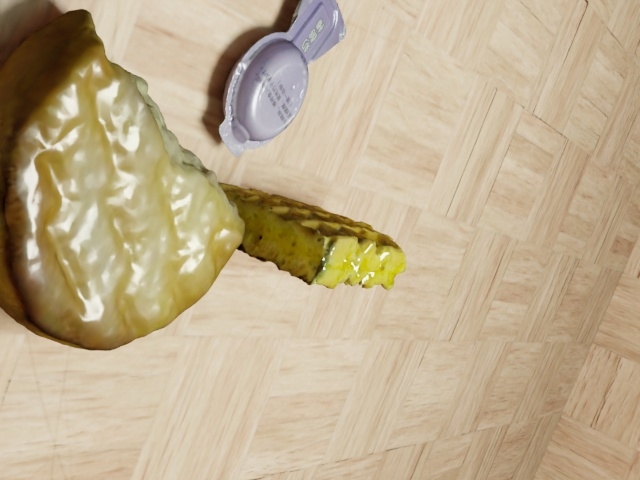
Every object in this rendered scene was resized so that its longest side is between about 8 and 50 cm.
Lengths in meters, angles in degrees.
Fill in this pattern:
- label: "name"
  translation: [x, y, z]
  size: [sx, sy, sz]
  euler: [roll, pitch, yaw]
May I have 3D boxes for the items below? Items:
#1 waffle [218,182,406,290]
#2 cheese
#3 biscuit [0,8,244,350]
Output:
- label: "waffle"
  translation: [0.000, 0.000, 0.869]
  size: [0.210, 0.160, 0.055]
  euler: [10, 103, -56]
- label: "cheese"
  translation: [-0.036, -0.163, 0.818]
  size: [0.191, 0.042, 0.105]
  euler: [-54, 148, -17]
- label: "biscuit"
  translation: [-0.174, -0.027, 0.665]
  size: [0.213, 0.091, 0.274]
  euler: [-53, 148, -23]
